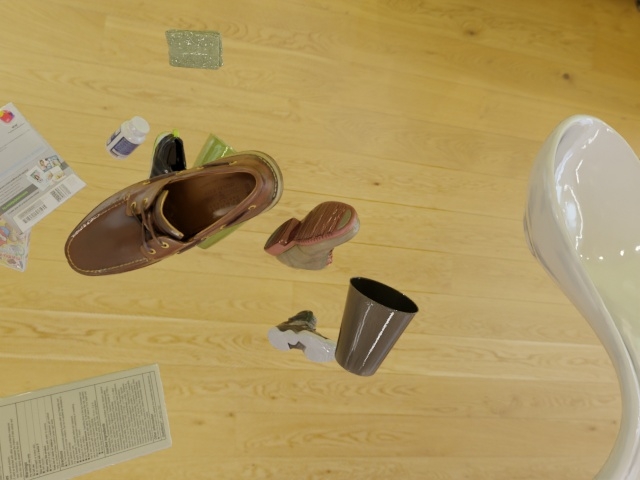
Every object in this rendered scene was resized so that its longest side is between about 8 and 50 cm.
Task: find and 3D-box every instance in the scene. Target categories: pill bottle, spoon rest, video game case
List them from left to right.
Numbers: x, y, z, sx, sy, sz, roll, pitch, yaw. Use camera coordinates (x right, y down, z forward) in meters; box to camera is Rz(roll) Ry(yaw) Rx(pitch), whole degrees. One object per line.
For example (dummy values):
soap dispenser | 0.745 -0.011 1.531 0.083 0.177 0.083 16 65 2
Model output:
video game case | -0.966 -0.027 1.486 0.226 0.026 0.206 22 121 -9
pill bottle | -0.494 -0.266 1.311 0.120 0.067 0.067 -31 104 31
spoon rest | 0.181 0.045 0.333 0.137 0.084 0.277 22 73 -28

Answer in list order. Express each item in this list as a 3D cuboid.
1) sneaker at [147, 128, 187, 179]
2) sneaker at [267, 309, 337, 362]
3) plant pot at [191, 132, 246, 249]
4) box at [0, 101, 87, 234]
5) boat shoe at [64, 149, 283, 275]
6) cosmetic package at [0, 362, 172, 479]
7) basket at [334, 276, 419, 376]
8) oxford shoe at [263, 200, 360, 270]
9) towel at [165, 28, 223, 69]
sneaker | -0.369 -0.150 1.224 0.084 0.097 0.235 -4 104 -34
sneaker | -0.031 0.303 1.666 0.153 0.268 0.101 -39 128 -48
plant pot | -0.313 -0.128 1.558 0.274 0.275 0.294 38 93 -14
box | -0.538 -0.126 0.899 0.186 0.038 0.145 53 55 -21
boat shoe | -0.115 -0.020 0.378 0.177 0.060 0.064 -22 96 5
cosmetic package | -0.439 0.332 0.903 0.309 0.113 0.160 -6 76 -30
basket | 0.136 0.246 1.407 0.204 0.154 0.227 25 109 18
oxford shoe | 0.000 0.000 1.211 0.130 0.348 0.123 42 64 -20
towel | -0.336 -0.513 1.367 0.148 0.027 0.110 -2 137 -10
